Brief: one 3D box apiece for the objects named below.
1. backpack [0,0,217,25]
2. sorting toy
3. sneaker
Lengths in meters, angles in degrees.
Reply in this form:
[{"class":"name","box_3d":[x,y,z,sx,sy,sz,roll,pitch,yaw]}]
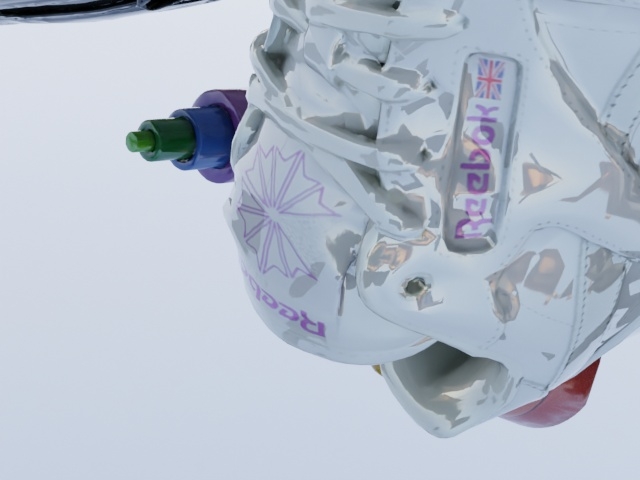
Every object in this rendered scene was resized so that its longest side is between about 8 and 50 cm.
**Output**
[{"class":"backpack","box_3d":[-0.153,-0.211,0.894,0.225,0.253,0.191,4,-88,-63]},{"class":"sorting toy","box_3d":[0.000,0.000,0.976,0.126,0.127,0.365,-8,-147,-41]},{"class":"sneaker","box_3d":[0.038,-0.044,0.374,0.152,0.305,0.114,-37,-127,-7]}]
